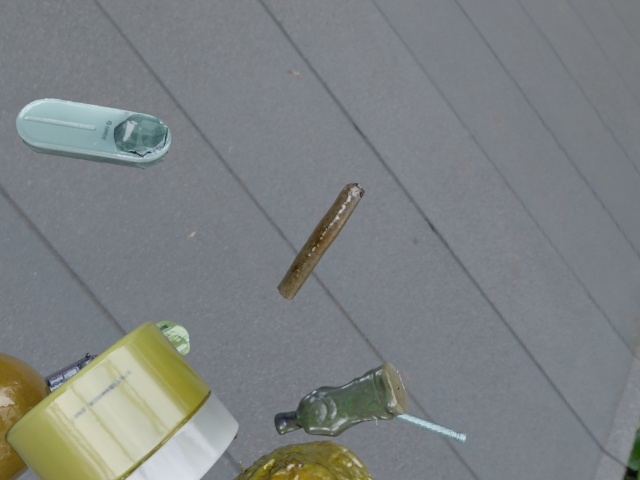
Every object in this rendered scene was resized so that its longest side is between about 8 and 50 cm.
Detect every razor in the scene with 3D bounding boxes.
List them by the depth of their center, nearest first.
[{"bbox_3d":[0.243,0.451,1.504,0.232,0.106,0.068,19,87,9],"label":"razor"}]

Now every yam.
[{"bbox_3d":[0.000,0.000,1.173,0.046,0.264,0.046,32,13,-8],"label":"yam"}]

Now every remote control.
[{"bbox_3d":[-0.377,-0.178,1.024,0.247,0.052,0.104,9,57,-7],"label":"remote control"}]

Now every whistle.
[{"bbox_3d":[-0.384,0.256,1.561,0.105,0.227,0.085,-28,106,-25],"label":"whistle"}]

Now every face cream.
[{"bbox_3d":[-0.242,0.235,0.761,0.179,0.218,0.218,51,49,-2],"label":"face cream"}]

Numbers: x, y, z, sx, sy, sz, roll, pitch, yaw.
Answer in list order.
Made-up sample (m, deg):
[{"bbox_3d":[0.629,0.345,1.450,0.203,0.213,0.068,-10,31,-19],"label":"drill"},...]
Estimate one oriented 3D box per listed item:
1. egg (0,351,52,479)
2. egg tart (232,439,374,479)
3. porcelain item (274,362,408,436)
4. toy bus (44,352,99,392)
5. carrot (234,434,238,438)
[{"bbox_3d":[-0.620,0.319,1.023,0.322,0.250,0.250,-17,81,-31],"label":"egg"},{"bbox_3d":[-0.051,0.501,1.059,0.351,0.153,0.339,-34,51,-20],"label":"egg tart"},{"bbox_3d":[0.024,0.261,0.940,0.069,0.215,0.081,22,46,-65],"label":"porcelain item"},{"bbox_3d":[-0.561,0.322,1.346,0.178,0.098,0.087,-26,99,-31],"label":"toy bus"},{"bbox_3d":[-0.265,0.438,1.346,0.048,0.216,0.048,27,57,-52],"label":"carrot"}]
